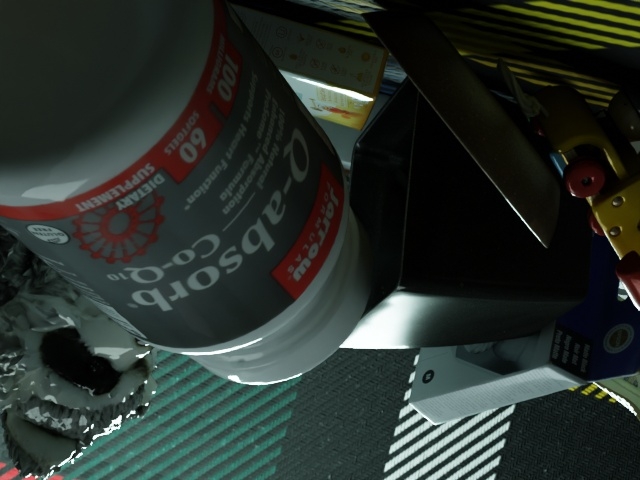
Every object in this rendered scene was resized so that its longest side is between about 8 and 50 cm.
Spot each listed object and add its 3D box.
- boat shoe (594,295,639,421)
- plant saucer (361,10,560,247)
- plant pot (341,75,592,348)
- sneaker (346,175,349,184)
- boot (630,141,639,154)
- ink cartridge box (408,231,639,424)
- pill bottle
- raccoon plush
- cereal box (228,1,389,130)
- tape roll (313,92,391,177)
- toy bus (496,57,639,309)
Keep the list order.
[{"bbox_3d":[0.325,0.123,1.569,0.105,0.089,0.285,21,-165,-33],"label":"boat shoe"},{"bbox_3d":[0.101,-0.083,1.101,0.198,0.036,0.198,52,-174,-8],"label":"plant saucer"},{"bbox_3d":[0.121,-0.011,1.345,0.167,0.187,0.188,10,159,-12],"label":"plant pot"},{"bbox_3d":[0.000,0.000,1.660,0.107,0.124,0.283,15,177,27],"label":"sneaker"},{"bbox_3d":[0.313,-0.041,1.322,0.190,0.069,0.086,24,-175,6],"label":"boot"},{"bbox_3d":[0.191,0.040,1.466,0.224,0.223,0.045,-20,132,39],"label":"ink cartridge box"},{"bbox_3d":[-0.102,-0.045,1.165,0.210,0.210,0.363,14,161,30],"label":"pill bottle"},{"bbox_3d":[-0.301,0.013,1.441,0.216,0.299,0.446,-25,-154,-31],"label":"raccoon plush"},{"bbox_3d":[-0.070,-0.152,1.331,0.240,0.047,0.173,16,175,0],"label":"cereal box"},{"bbox_3d":[0.043,-0.094,1.598,0.219,0.072,0.219,17,177,1],"label":"tape roll"},{"bbox_3d":[0.220,-0.051,1.134,0.104,0.191,0.202,-30,168,8],"label":"toy bus"}]
